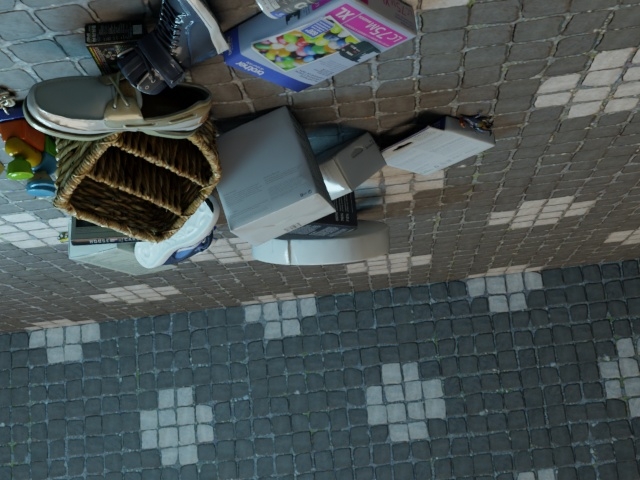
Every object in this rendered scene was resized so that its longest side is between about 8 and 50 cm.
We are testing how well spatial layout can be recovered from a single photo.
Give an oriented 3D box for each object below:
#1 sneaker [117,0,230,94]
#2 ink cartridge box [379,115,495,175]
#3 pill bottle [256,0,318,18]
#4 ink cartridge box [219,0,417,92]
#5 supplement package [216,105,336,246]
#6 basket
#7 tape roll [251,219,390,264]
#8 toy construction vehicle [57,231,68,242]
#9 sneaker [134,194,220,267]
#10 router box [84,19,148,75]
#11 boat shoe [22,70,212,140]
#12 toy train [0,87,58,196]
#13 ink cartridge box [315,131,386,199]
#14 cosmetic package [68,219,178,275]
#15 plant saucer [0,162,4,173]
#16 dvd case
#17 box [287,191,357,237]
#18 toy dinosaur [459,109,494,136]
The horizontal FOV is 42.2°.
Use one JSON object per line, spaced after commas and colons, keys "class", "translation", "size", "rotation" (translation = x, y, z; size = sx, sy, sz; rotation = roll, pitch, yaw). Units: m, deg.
{"class": "sneaker", "translation": [-0.230, -0.298, 1.209], "size": [0.163, 0.086, 0.226], "rotation": [-30, 165, -1]}
{"class": "ink cartridge box", "translation": [0.243, -0.218, 1.892], "size": [0.224, 0.045, 0.223], "rotation": [7, 160, -40]}
{"class": "pill bottle", "translation": [-0.021, -0.365, 1.144], "size": [0.137, 0.078, 0.078], "rotation": [-14, 164, 30]}
{"class": "ink cartridge box", "translation": [-0.022, -0.324, 1.348], "size": [0.311, 0.065, 0.186], "rotation": [-15, 163, 38]}
{"class": "supplement package", "translation": [-0.104, -0.128, 1.705], "size": [0.194, 0.203, 0.149], "rotation": [-23, 162, 10]}
{"class": "basket", "translation": [-0.320, -0.146, 1.540], "size": [0.213, 0.223, 0.299], "rotation": [-17, 156, 26]}
{"class": "tape roll", "translation": [0.000, 0.000, 2.301], "size": [0.392, 0.072, 0.392], "rotation": [-2, -170, 0]}
{"class": "toy construction vehicle", "translation": [-0.687, -0.010, 2.364], "size": [0.098, 0.035, 0.086], "rotation": [-11, 154, 8]}
{"class": "sneaker", "translation": [-0.336, -0.045, 2.245], "size": [0.323, 0.130, 0.236], "rotation": [-36, 173, 32]}
{"class": "router box", "translation": [-0.318, -0.306, 1.334], "size": [0.092, 0.038, 0.122], "rotation": [-6, 165, -2]}
{"class": "boat shoe", "translation": [-0.322, -0.230, 1.350], "size": [0.302, 0.113, 0.103], "rotation": [-6, 163, -34]}
{"class": "toy train", "translation": [-0.558, -0.177, 1.523], "size": [0.105, 0.143, 0.248], "rotation": [-9, 166, 8]}
{"class": "ink cartridge box", "translation": [0.018, -0.147, 1.859], "size": [0.212, 0.093, 0.154], "rotation": [-23, -168, 44]}
{"class": "cosmetic package", "translation": [-0.549, 0.013, 2.336], "size": [0.160, 0.113, 0.309], "rotation": [-11, 164, 19]}
{"class": "plant saucer", "translation": [-0.838, -0.151, 1.645], "size": [0.333, 0.081, 0.333], "rotation": [-4, 165, -7]}
{"class": "dvd case", "translation": [-0.427, -0.093, 1.740], "size": [0.179, 0.238, 0.029], "rotation": [-4, 143, -8]}
{"class": "box", "translation": [-0.025, -0.097, 2.040], "size": [0.207, 0.153, 0.108], "rotation": [5, 163, -34]}
{"class": "toy dinosaur", "translation": [0.338, -0.252, 1.816], "size": [0.082, 0.047, 0.090], "rotation": [15, 174, -6]}
